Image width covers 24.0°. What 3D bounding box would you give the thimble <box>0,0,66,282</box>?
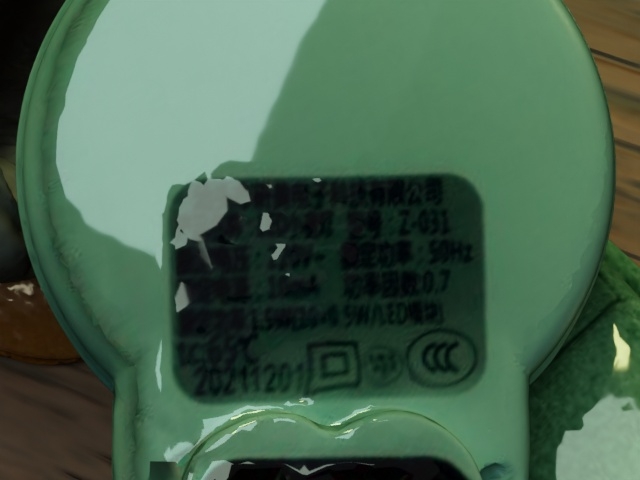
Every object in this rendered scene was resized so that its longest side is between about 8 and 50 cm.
[{"bbox_3d":[-0.162,-0.104,0.604,0.172,0.205,0.236,11,71,22],"label":"thimble"}]

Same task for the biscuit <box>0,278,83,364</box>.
[{"bbox_3d":[-0.104,-0.030,0.701,0.186,0.036,0.192,20,79,13],"label":"biscuit"}]

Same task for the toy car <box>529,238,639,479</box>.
[{"bbox_3d":[0.121,0.101,0.591,0.141,0.097,0.321,-44,72,-5],"label":"toy car"}]

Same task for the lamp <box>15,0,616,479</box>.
[{"bbox_3d":[-0.001,0.002,0.530,0.209,0.147,0.284,-1,69,-4],"label":"lamp"}]
